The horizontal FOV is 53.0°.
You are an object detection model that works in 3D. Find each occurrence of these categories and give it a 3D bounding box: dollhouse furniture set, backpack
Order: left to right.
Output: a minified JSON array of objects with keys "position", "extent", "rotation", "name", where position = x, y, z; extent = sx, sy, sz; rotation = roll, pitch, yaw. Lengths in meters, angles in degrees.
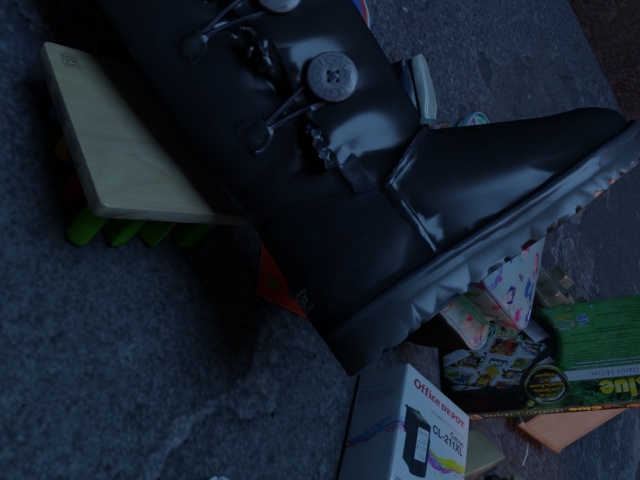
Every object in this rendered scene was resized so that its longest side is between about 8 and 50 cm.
[{"position":[0.153,-0.020,0.746],"extent":[0.225,0.191,0.254],"rotation":[43,52,-48],"name":"backpack"},{"position":[0.178,0.338,0.776],"extent":[0.144,0.123,0.151],"rotation":[5,33,-49],"name":"dollhouse furniture set"},{"position":[0.349,0.139,1.069],"extent":[0.303,0.174,0.356],"rotation":[38,21,-30],"name":"dollhouse furniture set"}]

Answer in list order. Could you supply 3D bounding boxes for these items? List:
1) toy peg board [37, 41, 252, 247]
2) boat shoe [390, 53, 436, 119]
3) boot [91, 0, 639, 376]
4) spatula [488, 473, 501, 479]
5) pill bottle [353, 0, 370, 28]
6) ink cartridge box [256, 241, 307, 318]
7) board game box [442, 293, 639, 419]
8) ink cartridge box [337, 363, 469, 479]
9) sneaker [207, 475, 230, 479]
[{"position":[-0.159,-0.067,0.554],"extent":[0.161,0.079,0.161],"rotation":[2,54,-52],"name":"toy peg board"},{"position":[0.128,-0.140,0.917],"extent":[0.095,0.079,0.255],"rotation":[9,73,-66],"name":"boat shoe"},{"position":[0.034,-0.167,0.564],"extent":[0.367,0.146,0.445],"rotation":[-32,80,-24],"name":"boot"},{"position":[0.303,0.442,0.871],"extent":[0.084,0.030,0.297],"rotation":[-37,101,-53],"name":"spatula"},{"position":[-0.050,-0.248,0.725],"extent":[0.221,0.124,0.124],"rotation":[-18,86,-52],"name":"pill bottle"},{"position":[0.000,0.000,0.723],"extent":[0.145,0.045,0.179],"rotation":[31,47,-37],"name":"ink cartridge box"},{"position":[0.286,0.152,0.817],"extent":[0.030,0.259,0.136],"rotation":[49,37,-50],"name":"board game box"},{"position":[0.090,0.240,0.682],"extent":[0.127,0.072,0.175],"rotation":[43,44,-28],"name":"ink cartridge box"},{"position":[-0.027,0.254,0.529],"extent":[0.166,0.076,0.065],"rotation":[46,43,-25],"name":"sneaker"}]
